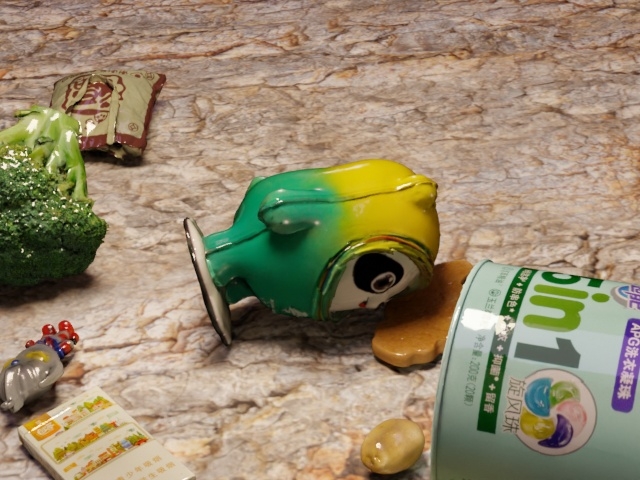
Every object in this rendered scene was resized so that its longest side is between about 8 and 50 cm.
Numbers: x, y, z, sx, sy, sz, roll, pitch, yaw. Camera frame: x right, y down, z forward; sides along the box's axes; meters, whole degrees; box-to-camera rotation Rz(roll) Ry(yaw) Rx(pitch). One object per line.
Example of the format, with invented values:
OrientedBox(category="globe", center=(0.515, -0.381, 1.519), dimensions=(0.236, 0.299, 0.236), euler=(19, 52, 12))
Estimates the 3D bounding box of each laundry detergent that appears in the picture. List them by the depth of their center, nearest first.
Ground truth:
OrientedBox(category="laundry detergent", center=(0.302, 0.180, 1.309), dimensions=(0.305, 0.287, 0.287), euler=(8, 35, 19))

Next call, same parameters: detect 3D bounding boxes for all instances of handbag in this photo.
OrientedBox(category="handbag", center=(-0.392, -0.228, 2.148), dimensions=(0.213, 0.127, 0.235), euler=(0, 36, 3))

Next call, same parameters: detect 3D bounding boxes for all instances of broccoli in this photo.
OrientedBox(category="broccoli", center=(-0.448, -0.072, 1.780), dimensions=(0.308, 0.308, 0.275), euler=(11, 74, 21))

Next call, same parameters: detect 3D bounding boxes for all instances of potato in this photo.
OrientedBox(category="potato", center=(0.084, 0.244, 1.439), dimensions=(0.068, 0.062, 0.083), euler=(-14, -4, 41))

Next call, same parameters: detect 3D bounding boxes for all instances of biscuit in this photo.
OrientedBox(category="biscuit", center=(0.164, 0.103, 1.669), dimensions=(0.144, 0.040, 0.236), euler=(16, 40, 40))

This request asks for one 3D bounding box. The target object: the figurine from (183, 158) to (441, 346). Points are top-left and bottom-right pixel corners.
OrientedBox(category="figurine", center=(0.000, 0.000, 1.646), dimensions=(0.340, 0.323, 0.231), euler=(-16, 68, -3))

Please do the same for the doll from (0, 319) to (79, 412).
OrientedBox(category="doll", center=(-0.377, 0.167, 1.606), dimensions=(0.104, 0.062, 0.194), euler=(3, 27, 9))

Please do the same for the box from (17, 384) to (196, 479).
OrientedBox(category="box", center=(-0.262, 0.263, 1.473), dimensions=(0.122, 0.032, 0.220), euler=(-28, 41, -30))
